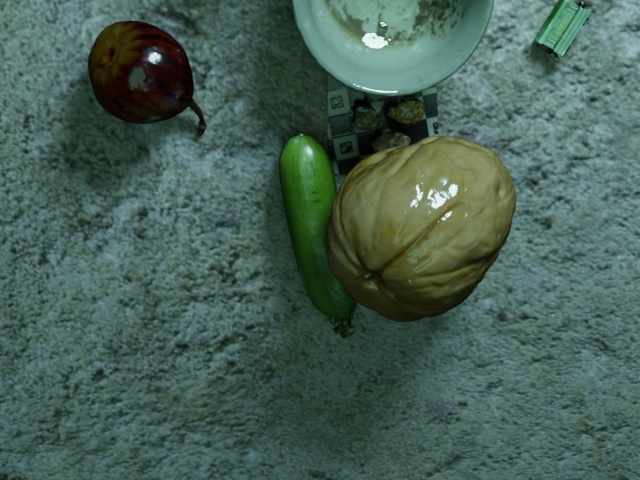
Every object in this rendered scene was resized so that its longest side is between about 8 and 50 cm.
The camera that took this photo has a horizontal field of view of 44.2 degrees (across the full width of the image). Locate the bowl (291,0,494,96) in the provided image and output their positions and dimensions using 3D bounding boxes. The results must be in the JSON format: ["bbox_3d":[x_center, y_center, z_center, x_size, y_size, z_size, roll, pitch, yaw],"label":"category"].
[{"bbox_3d":[0.097,-0.369,1.159,0.289,0.146,0.289,-2,114,-3],"label":"bowl"}]

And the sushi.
[{"bbox_3d":[0.104,-0.203,1.285,0.193,0.040,0.210,-3,113,-1],"label":"sushi"}]

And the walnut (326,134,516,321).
[{"bbox_3d":[0.158,-0.023,1.229,0.252,0.313,0.277,29,132,21],"label":"walnut"}]

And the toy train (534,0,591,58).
[{"bbox_3d":[0.382,-0.337,1.245,0.056,0.038,0.093,28,109,-7],"label":"toy train"}]

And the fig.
[{"bbox_3d":[-0.251,-0.245,1.193,0.202,0.149,0.148,18,105,-14],"label":"fig"}]

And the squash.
[{"bbox_3d":[0.000,0.000,1.334,0.101,0.101,0.378,-13,115,3],"label":"squash"}]
